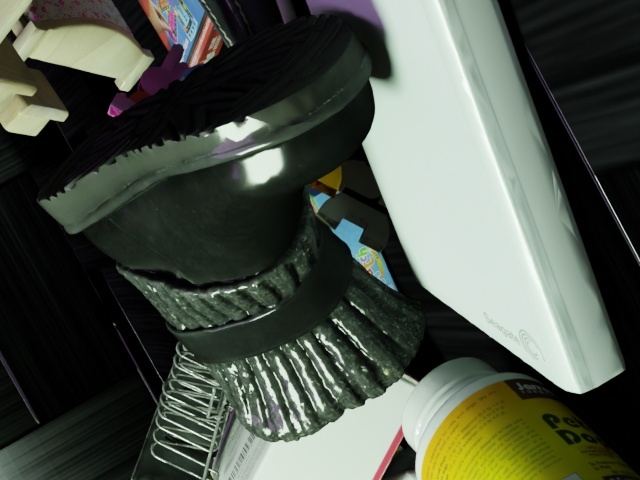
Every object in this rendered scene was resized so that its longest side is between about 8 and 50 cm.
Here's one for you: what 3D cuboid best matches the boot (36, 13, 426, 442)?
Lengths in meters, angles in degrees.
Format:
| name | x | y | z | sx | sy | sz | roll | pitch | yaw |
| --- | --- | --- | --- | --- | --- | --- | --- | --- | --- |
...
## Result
| name | x | y | z | sx | sy | sz | roll | pitch | yaw |
| --- | --- | --- | --- | --- | --- | --- | --- | --- | --- |
| boot | -0.015 | 0.001 | 1.315 | 0.260 | 0.131 | 0.348 | 48 | 150 | -15 |

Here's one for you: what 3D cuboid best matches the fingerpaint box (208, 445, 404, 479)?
| name | x | y | z | sx | sy | sz | roll | pitch | yaw |
| --- | --- | --- | --- | --- | --- | --- | --- | --- | --- |
| fingerpaint box | -0.032 | 0.355 | 1.832 | 0.445 | 0.371 | 0.163 | 30 | 145 | 64 |

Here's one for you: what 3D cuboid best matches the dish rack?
| name | x | y | z | sx | sy | sz | roll | pitch | yaw |
| --- | --- | --- | --- | --- | --- | --- | --- | --- | --- |
| dish rack | -0.087 | 0.090 | 1.645 | 0.074 | 0.208 | 0.271 | 18 | 150 | -1 |

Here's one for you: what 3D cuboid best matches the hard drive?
| name | x | y | z | sx | sy | sz | roll | pitch | yaw |
| --- | --- | --- | --- | --- | --- | --- | --- | --- | --- |
| hard drive | 0.068 | -0.092 | 1.219 | 0.233 | 0.047 | 0.353 | 38 | 155 | 59 |

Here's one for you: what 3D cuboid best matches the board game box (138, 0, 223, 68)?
| name | x | y | z | sx | sy | sz | roll | pitch | yaw |
| --- | --- | --- | --- | --- | --- | --- | --- | --- | --- |
| board game box | -0.126 | -0.234 | 1.684 | 0.145 | 0.027 | 0.281 | 61 | 167 | 4 |

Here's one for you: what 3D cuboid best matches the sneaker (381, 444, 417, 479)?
| name | x | y | z | sx | sy | sz | roll | pitch | yaw |
| --- | --- | --- | --- | --- | --- | --- | --- | --- | --- |
| sneaker | 0.099 | 0.226 | 1.596 | 0.111 | 0.129 | 0.297 | 59 | 164 | 0 |

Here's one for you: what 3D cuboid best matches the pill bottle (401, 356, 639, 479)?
| name | x | y | z | sx | sy | sz | roll | pitch | yaw |
| --- | --- | --- | --- | --- | --- | --- | --- | --- | --- |
| pill bottle | 0.144 | 0.170 | 1.336 | 0.215 | 0.117 | 0.117 | 45 | 160 | 48 |

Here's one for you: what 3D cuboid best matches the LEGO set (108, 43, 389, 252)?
| name | x | y | z | sx | sy | sz | roll | pitch | yaw |
| --- | --- | --- | --- | --- | --- | --- | --- | --- | --- |
| LEGO set | -0.029 | -0.092 | 1.422 | 0.227 | 0.093 | 0.087 | 28 | 160 | -3 |

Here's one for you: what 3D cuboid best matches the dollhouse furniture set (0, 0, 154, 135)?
| name | x | y | z | sx | sy | sz | roll | pitch | yaw |
| --- | --- | --- | --- | --- | --- | --- | --- | --- | --- |
| dollhouse furniture set | -0.191 | -0.224 | 1.548 | 0.355 | 0.174 | 0.303 | 8 | -140 | -53 |

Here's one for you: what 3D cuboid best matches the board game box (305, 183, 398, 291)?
| name | x | y | z | sx | sy | sz | roll | pitch | yaw |
| --- | --- | --- | --- | --- | --- | --- | --- | --- | --- |
| board game box | 0.000 | 0.000 | 1.685 | 0.160 | 0.039 | 0.211 | 65 | 167 | -22 |

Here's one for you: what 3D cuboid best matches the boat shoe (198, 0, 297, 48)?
| name | x | y | z | sx | sy | sz | roll | pitch | yaw |
| --- | --- | --- | --- | --- | --- | --- | --- | --- | --- |
| boat shoe | -0.126 | -0.247 | 1.459 | 0.340 | 0.113 | 0.127 | 63 | 166 | -13 |

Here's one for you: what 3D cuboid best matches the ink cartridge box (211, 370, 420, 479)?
| name | x | y | z | sx | sy | sz | roll | pitch | yaw |
| --- | --- | --- | --- | --- | --- | --- | --- | --- | --- |
| ink cartridge box | -0.010 | 0.162 | 1.687 | 0.100 | 0.172 | 0.237 | 28 | 180 | -11 |
